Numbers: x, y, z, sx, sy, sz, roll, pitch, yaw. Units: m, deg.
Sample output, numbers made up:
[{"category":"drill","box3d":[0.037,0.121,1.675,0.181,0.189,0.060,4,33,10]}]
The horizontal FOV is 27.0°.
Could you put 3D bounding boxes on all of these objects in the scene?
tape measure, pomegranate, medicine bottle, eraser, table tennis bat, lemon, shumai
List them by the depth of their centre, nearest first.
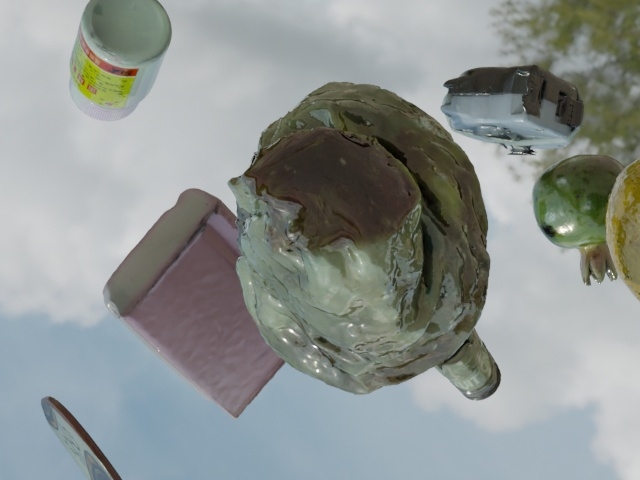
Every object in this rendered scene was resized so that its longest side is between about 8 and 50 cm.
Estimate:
[{"category":"shumai","box3d":[0.000,0.000,1.299,0.309,0.304,0.263,45,-166,18]},{"category":"table tennis bat","box3d":[-0.275,0.327,1.762,0.022,0.173,0.301,-37,-85,-23]},{"category":"tape measure","box3d":[0.268,-0.179,1.841,0.181,0.107,0.182,16,171,-41]},{"category":"lemon","box3d":[0.548,-0.005,1.938,0.310,0.254,0.253,67,-153,-11]},{"category":"medicine bottle","box3d":[-0.318,-0.287,2.081,0.139,0.225,0.139,6,-111,-16]},{"category":"pomegranate","box3d":[0.456,-0.035,2.273,0.187,0.187,0.225,-7,-96,-45]},{"category":"eraser","box3d":[-0.190,0.113,2.365,0.122,0.272,0.359,30,167,47]}]

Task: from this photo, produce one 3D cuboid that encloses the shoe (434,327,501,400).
[{"category":"shoe","box3d":[0.204,0.144,2.328,0.293,0.109,0.149,54,-178,42]}]
